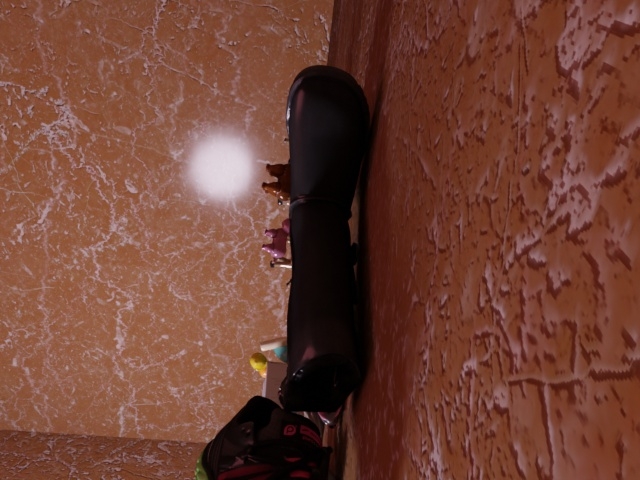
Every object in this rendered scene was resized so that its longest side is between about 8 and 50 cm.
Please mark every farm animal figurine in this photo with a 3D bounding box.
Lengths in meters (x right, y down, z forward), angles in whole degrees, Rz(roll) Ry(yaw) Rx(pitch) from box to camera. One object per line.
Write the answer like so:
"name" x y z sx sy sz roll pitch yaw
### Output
"farm animal figurine" -0.027 -0.095 1.523 0.330 0.172 0.327 88 -165 -49

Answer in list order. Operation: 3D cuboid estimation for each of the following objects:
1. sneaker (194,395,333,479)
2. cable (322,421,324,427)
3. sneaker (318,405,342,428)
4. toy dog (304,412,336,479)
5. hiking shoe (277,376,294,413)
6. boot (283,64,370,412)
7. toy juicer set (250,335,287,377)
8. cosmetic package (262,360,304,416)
"sneaker" -0.071 0.366 0.887 0.202 0.185 0.482 -61 24 -4
"cable" -0.038 0.524 1.435 0.139 0.072 0.287 -100 14 -54
"sneaker" 0.021 0.321 1.089 0.119 0.047 0.057 -88 -12 -88
"toy dog" -0.071 0.482 1.159 0.334 0.160 0.220 96 160 -48
"hiking shoe" 0.011 0.224 1.125 0.114 0.086 0.227 -12 44 42
"boot" 0.000 0.001 0.942 0.367 0.146 0.445 87 -173 -51
"toy juicer set" -0.123 0.350 1.906 0.329 0.209 0.090 99 166 -53
"cosmetic package" -0.106 0.580 1.743 0.217 0.156 0.385 104 171 -57
